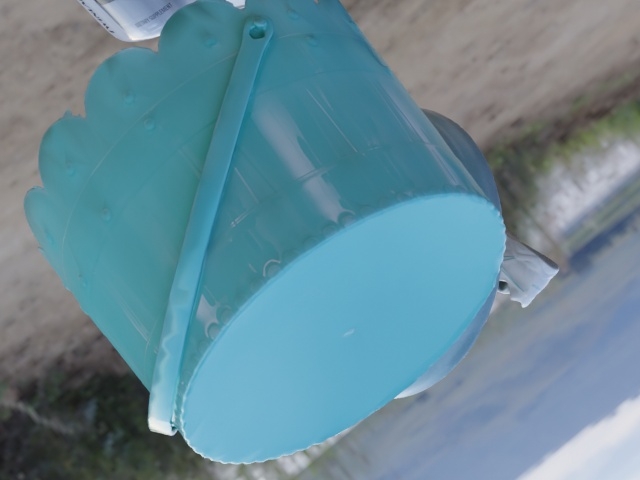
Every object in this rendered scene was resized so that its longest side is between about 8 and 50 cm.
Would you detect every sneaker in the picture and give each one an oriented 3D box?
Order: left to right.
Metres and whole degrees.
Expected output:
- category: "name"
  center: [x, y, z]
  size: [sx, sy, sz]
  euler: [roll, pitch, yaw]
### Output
- category: "sneaker"
  center: [0.190, 0.018, 1.589]
  size: [0.061, 0.054, 0.152]
  euler: [-58, -148, 9]

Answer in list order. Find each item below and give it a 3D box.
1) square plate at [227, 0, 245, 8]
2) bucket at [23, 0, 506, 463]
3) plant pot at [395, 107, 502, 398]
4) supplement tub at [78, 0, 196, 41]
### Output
- category: "square plate"
  center: [0.005, -0.385, 1.255]
  size: [0.344, 0.347, 0.049]
  euler: [-4, -173, 31]
- category: "bucket"
  center: [-0.031, -0.002, 0.957]
  size: [0.281, 0.183, 0.281]
  euler: [-27, 148, -18]
- category: "plant pot"
  center: [0.000, 0.000, 1.432]
  size: [0.196, 0.293, 0.293]
  euler: [9, 138, -41]
- category: "supplement tub"
  center: [-0.243, -0.373, 1.555]
  size: [0.194, 0.316, 0.193]
  euler: [-29, -144, 24]
